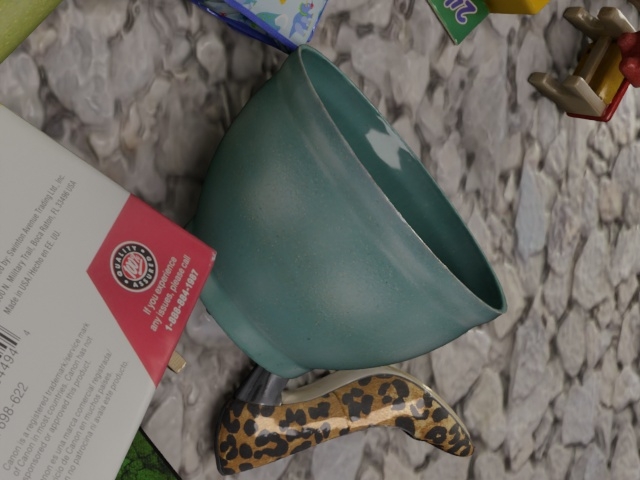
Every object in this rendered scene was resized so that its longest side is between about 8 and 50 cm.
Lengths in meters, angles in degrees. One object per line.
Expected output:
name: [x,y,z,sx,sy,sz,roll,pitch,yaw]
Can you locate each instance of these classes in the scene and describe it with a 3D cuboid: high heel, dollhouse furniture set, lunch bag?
high heel: [0.024,0.205,1.131,0.261,0.093,0.186,36,80,-17]
dollhouse furniture set: [0.416,-0.280,1.176,0.152,0.201,0.374,32,85,-31]
lunch bag: [-0.054,-0.254,0.985,0.151,0.096,0.129,28,87,-21]

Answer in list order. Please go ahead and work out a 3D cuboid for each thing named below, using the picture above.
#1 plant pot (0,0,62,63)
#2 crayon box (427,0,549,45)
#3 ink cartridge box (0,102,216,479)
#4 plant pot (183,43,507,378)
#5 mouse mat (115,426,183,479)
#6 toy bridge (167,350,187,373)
plant pot: [-0.244,-0.270,0.801,0.276,0.276,0.254,37,94,-30]
crayon box: [0.215,-0.374,1.113,0.323,0.083,0.203,-45,118,-12]
ink cartridge box: [-0.301,0.027,0.752,0.385,0.160,0.279,36,43,-14]
plant pot: [0.000,0.000,0.991,0.196,0.293,0.293,-37,120,14]
mouse mat: [-0.221,0.208,0.975,0.152,0.189,0.007,-37,160,-17]
toy bridge: [-0.212,0.161,1.034,0.188,0.026,0.063,-46,116,-12]
